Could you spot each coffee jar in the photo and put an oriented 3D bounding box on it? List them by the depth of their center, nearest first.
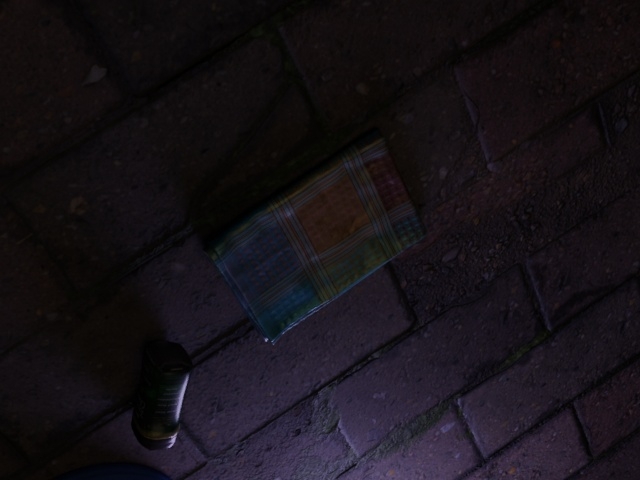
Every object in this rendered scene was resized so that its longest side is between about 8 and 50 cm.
[{"bbox_3d":[-0.283,0.277,1.807,0.079,0.096,0.185,-1,119,-29],"label":"coffee jar"}]

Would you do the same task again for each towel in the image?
[{"bbox_3d":[0.000,0.000,1.819,0.370,0.040,0.271,-34,130,-5],"label":"towel"}]

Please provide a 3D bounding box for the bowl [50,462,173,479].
[{"bbox_3d":[-0.428,0.600,1.949,0.391,0.077,0.391,-13,125,-20],"label":"bowl"}]
